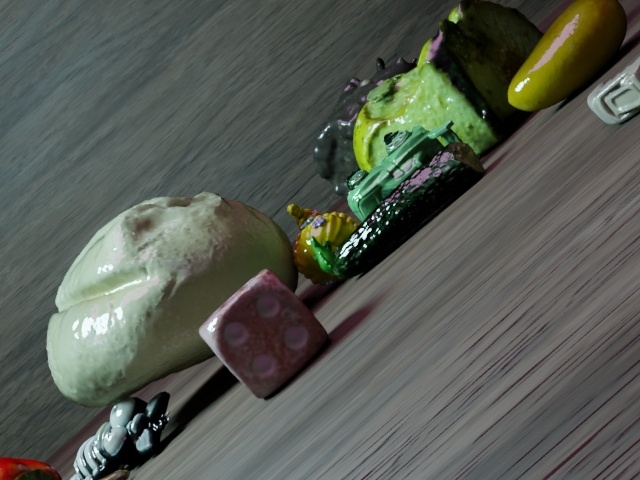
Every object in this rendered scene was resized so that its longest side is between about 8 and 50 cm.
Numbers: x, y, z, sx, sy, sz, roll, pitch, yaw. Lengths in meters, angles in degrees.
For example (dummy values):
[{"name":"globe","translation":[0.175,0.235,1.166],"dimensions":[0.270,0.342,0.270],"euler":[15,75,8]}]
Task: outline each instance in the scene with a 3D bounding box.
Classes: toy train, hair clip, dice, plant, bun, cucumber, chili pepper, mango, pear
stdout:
[{"name":"toy train","translation":[0.107,-0.074,1.438],"dimensions":[0.149,0.099,0.081],"euler":[-45,19,-10]},{"name":"hair clip","translation":[0.236,-0.112,0.886],"dimensions":[0.072,0.034,0.226],"euler":[-43,3,-16]},{"name":"dice","translation":[-0.054,0.088,1.139],"dimensions":[0.093,0.091,0.094],"euler":[-42,4,-7]},{"name":"plant","translation":[0.120,-0.183,1.924],"dimensions":[0.188,0.199,0.276],"euler":[-31,13,41]},{"name":"bun","translation":[-0.204,0.063,1.564],"dimensions":[0.365,0.219,0.365],"euler":[-29,-6,-3]},{"name":"cucumber","translation":[0.090,-0.029,1.358],"dimensions":[0.214,0.052,0.058],"euler":[-41,-17,19]},{"name":"chili pepper","translation":[-0.380,0.329,1.471],"dimensions":[0.338,0.131,0.134],"euler":[-35,17,49]},{"name":"mango","translation":[0.271,-0.202,1.321],"dimensions":[0.161,0.076,0.103],"euler":[-45,8,-4]},{"name":"pear","translation":[0.162,-0.182,1.596],"dimensions":[0.255,0.164,0.238],"euler":[-40,6,45]}]

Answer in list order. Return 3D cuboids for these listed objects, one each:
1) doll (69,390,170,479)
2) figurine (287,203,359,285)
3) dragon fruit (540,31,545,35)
[{"name":"doll","translation":[-0.251,0.253,1.488],"dimensions":[0.219,0.067,0.091],"euler":[-38,29,40]},{"name":"figurine","translation":[0.000,0.000,1.504],"dimensions":[0.095,0.115,0.156],"euler":[-51,3,12]},{"name":"dragon fruit","translation":[0.312,-0.304,1.912],"dimensions":[0.083,0.106,0.162],"euler":[-43,1,-37]}]
